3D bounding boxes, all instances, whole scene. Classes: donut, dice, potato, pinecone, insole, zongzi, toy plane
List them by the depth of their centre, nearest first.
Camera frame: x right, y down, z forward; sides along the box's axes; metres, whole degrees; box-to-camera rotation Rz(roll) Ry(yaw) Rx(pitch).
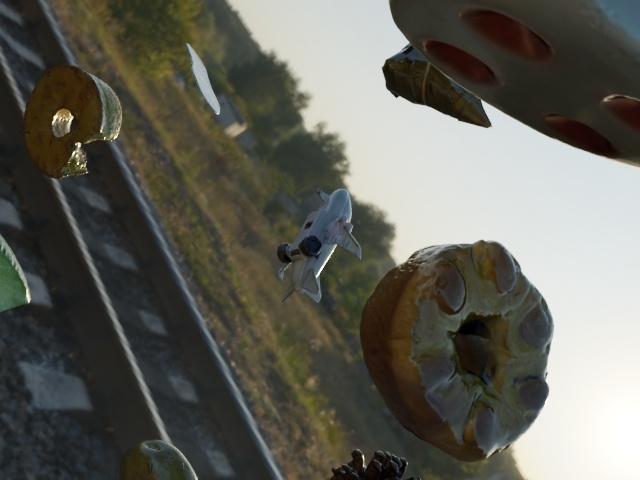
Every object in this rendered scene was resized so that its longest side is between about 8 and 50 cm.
[{"bbox_3d":[0.259,-0.257,0.702,0.304,0.304,0.277,29,-4,-10],"label":"dice"},{"bbox_3d":[-0.232,-0.113,0.793,0.043,0.108,0.097,3,55,-59],"label":"donut"},{"bbox_3d":[0.203,-0.237,1.128,0.178,0.189,0.081,32,-26,29],"label":"zongzi"},{"bbox_3d":[-0.166,-0.228,1.187,0.065,0.004,0.197,54,8,-35],"label":"insole"},{"bbox_3d":[0.200,0.155,1.217,0.150,0.299,0.317,5,-84,53],"label":"donut"},{"bbox_3d":[-0.262,0.413,1.365,0.137,0.137,0.176,55,28,-64],"label":"potato"},{"bbox_3d":[-0.004,-0.002,1.622,0.101,0.255,0.251,35,-29,-27],"label":"toy plane"},{"bbox_3d":[0.114,0.512,1.730,0.179,0.195,0.150,116,-22,-44],"label":"pinecone"}]

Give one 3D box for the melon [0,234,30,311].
[{"bbox_3d":[-0.634,-0.006,1.244,0.343,0.226,0.331,32,2,39],"label":"melon"}]
